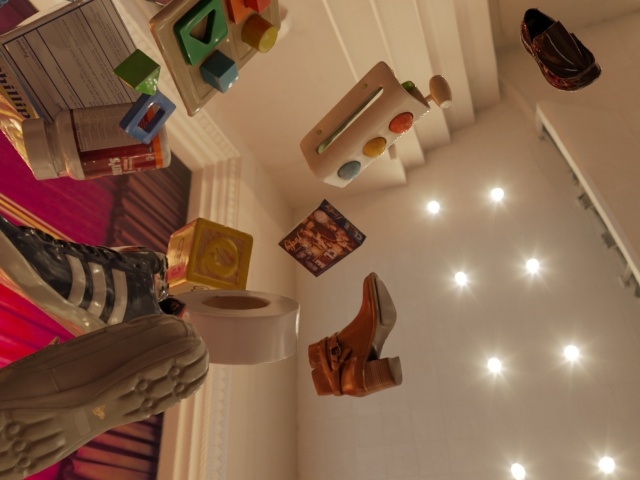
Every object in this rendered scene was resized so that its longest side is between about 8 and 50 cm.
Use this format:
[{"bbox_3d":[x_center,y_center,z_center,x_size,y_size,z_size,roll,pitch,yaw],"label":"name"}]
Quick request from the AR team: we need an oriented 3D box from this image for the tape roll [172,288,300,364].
[{"bbox_3d":[-0.188,0.181,1.157,0.286,0.286,0.100,6,-84,26],"label":"tape roll"}]

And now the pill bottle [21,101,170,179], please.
[{"bbox_3d":[-0.383,-0.171,0.919,0.221,0.121,0.121,-13,-128,-19],"label":"pill bottle"}]

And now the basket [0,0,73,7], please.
[{"bbox_3d":[-0.424,-0.362,0.555,0.289,0.254,0.201,46,-71,29],"label":"basket"}]

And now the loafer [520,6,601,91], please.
[{"bbox_3d":[0.429,-0.357,0.979,0.080,0.078,0.220,-37,-132,15],"label":"loafer"}]

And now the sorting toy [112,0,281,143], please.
[{"bbox_3d":[-0.103,-0.248,0.626,0.047,0.196,0.348,38,-104,8],"label":"sorting toy"}]

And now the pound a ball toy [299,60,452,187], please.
[{"bbox_3d":[0.141,-0.249,1.193,0.319,0.208,0.136,-40,-120,28],"label":"pound a ball toy"}]

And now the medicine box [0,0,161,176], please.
[{"bbox_3d":[-0.492,-0.310,1.048,0.149,0.264,0.289,-1,-141,29],"label":"medicine box"}]

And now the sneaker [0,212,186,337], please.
[{"bbox_3d":[-0.304,0.038,0.690,0.131,0.350,0.148,16,-119,35],"label":"sneaker"}]

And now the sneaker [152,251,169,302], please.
[{"bbox_3d":[-0.418,0.104,1.311,0.071,0.068,0.170,10,-72,7],"label":"sneaker"}]

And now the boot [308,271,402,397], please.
[{"bbox_3d":[0.073,0.231,1.272,0.220,0.109,0.284,-18,-109,30],"label":"boot"}]

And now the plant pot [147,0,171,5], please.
[{"bbox_3d":[-0.312,-0.660,1.224,0.272,0.272,0.255,-46,-126,-6],"label":"plant pot"}]

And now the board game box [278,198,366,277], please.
[{"bbox_3d":[0.000,0.000,1.563,0.243,0.165,0.042,-40,-167,47],"label":"board game box"}]

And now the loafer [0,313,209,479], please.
[{"bbox_3d":[-0.280,0.162,0.564,0.319,0.112,0.111,-15,-147,-32],"label":"loafer"}]

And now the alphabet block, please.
[{"bbox_3d":[-0.335,0.067,1.556,0.197,0.192,0.194,-19,-120,48],"label":"alphabet block"}]
